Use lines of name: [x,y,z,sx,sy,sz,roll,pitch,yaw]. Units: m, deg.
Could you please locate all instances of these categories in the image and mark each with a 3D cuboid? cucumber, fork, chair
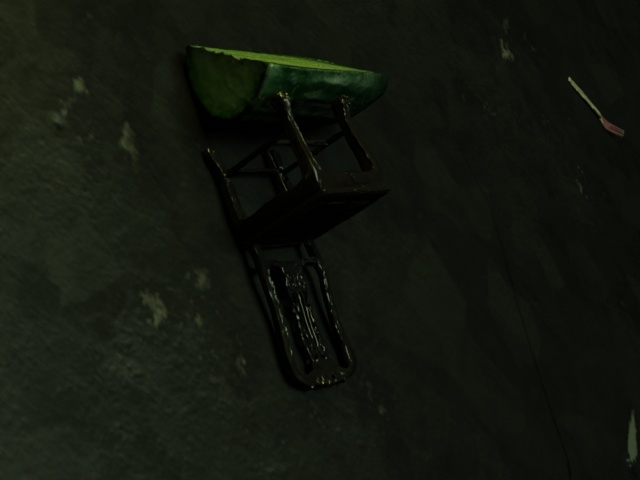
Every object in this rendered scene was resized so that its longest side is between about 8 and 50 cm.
cucumber: [-0.018,-0.137,1.402,0.244,0.115,0.063,-5,108,-53]
fork: [0.365,-0.178,2.044,0.115,0.012,0.016,42,33,-21]
chair: [0.000,0.000,1.309,0.106,0.113,0.229,-6,68,-54]
